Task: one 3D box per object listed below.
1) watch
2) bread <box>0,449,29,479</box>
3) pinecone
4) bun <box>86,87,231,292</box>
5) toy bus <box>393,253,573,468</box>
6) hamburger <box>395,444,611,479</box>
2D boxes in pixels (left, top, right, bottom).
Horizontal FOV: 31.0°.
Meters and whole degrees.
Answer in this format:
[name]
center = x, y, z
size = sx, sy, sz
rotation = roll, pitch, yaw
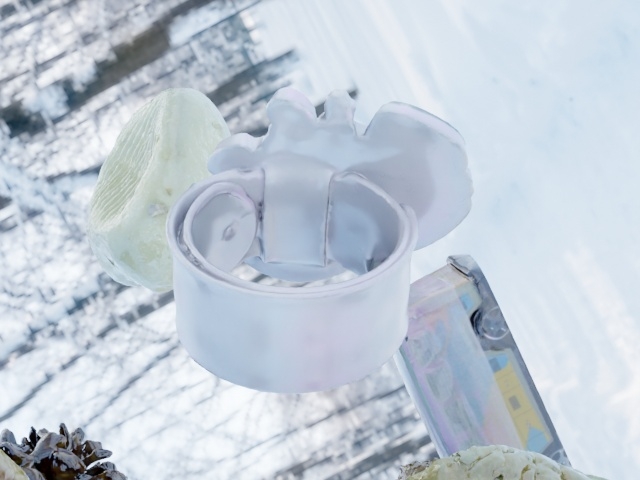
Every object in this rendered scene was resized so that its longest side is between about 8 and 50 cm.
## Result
[watch]
center = 0.000, 0.000, 0.950
size = 0.231, 0.244, 0.196
rotation = -74, -13, -55
[bread]
center = -0.198, 0.076, 0.454
size = 0.271, 0.139, 0.077
rotation = 82, 180, -56
[pinecone]
center = -0.307, 0.321, 1.192
size = 0.224, 0.272, 0.224
rotation = 27, 167, 7
[bun]
center = -0.187, -0.050, 1.439
size = 0.160, 0.259, 0.259
rotation = 30, -163, -28
[toy bus]
center = 0.219, 0.226, 1.616
size = 0.386, 0.162, 0.171
rotation = 64, -178, -10
[hamburger]
center = 0.109, 0.211, 0.670
size = 0.206, 0.183, 0.130
rotation = 16, -152, -16
